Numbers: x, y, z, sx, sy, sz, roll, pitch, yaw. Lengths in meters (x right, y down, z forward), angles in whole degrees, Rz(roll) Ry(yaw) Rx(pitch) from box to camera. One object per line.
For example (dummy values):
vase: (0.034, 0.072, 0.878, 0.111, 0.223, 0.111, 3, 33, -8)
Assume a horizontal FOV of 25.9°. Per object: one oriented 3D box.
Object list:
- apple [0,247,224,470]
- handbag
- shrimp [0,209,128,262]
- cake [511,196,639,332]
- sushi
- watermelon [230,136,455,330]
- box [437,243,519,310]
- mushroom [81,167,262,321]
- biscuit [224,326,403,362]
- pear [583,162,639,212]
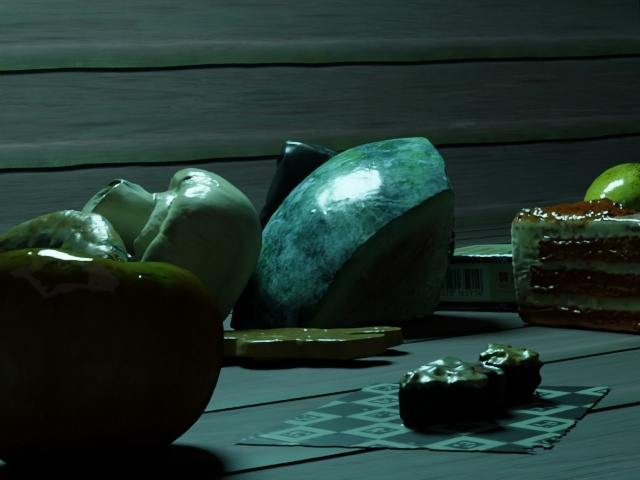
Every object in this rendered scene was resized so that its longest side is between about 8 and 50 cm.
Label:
apple: (-0.190, 0.097, 1.126, 0.235, 0.173, 0.210, 5, -5, -24)
handbag: (0.003, 0.000, 2.146, 0.178, 0.275, 0.302, 17, 2, 14)
shrimp: (-0.344, 0.033, 1.724, 0.287, 0.068, 0.185, 5, 49, 24)
cake: (0.331, 0.034, 1.729, 0.160, 0.158, 0.262, -8, 5, -1)
sushi: (0.105, 0.130, 1.230, 0.264, 0.050, 0.290, -2, 4, 25)
watermelon: (0.068, 0.030, 1.923, 0.387, 0.258, 0.228, -48, 39, -15)
box: (0.311, 0.052, 2.032, 0.310, 0.084, 0.198, -1, 4, 37)
mushroom: (-0.206, 0.011, 1.826, 0.234, 0.260, 0.254, 27, 36, -9)
biscuit: (-0.028, 0.121, 1.627, 0.236, 0.040, 0.144, -4, -4, 18)
pear: (0.556, -0.039, 2.457, 0.197, 0.197, 0.197, -3, 4, 0)
